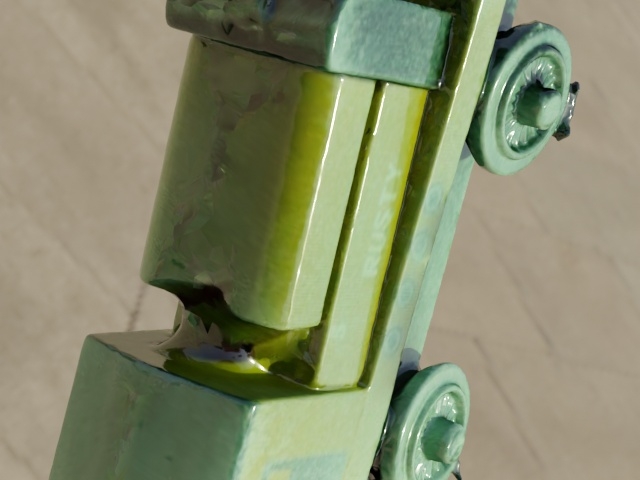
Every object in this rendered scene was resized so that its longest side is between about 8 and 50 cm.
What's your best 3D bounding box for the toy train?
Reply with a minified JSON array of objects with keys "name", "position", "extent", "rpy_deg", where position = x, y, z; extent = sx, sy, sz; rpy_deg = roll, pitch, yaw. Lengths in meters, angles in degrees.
[{"name":"toy train","position":[0.000,0.000,1.080],"extent":[0.160,0.397,0.253],"rpy_deg":[21,11,32]}]
